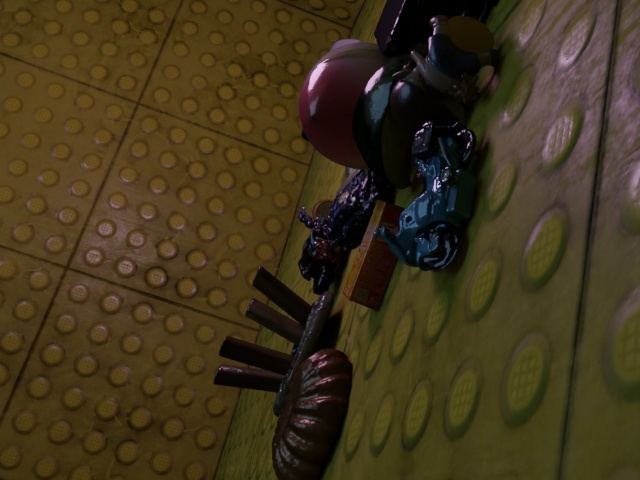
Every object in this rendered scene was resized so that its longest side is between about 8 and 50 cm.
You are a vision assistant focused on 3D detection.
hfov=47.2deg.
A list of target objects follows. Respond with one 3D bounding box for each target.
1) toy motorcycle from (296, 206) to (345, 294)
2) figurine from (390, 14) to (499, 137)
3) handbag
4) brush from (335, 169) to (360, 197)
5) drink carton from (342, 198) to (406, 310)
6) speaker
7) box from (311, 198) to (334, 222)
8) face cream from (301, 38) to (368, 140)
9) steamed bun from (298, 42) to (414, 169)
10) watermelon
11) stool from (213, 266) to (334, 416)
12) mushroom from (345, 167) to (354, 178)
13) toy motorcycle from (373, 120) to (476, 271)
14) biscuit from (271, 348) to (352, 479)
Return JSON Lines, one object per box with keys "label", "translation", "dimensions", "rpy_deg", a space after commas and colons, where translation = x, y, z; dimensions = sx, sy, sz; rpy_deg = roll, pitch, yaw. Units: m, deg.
{"label": "toy motorcycle", "translation": [0.000, 0.000, 2.194], "dimensions": [0.401, 0.134, 0.207], "rpy_deg": [-111, 41, -67]}
{"label": "figurine", "translation": [0.221, -0.288, 1.386], "dimensions": [0.158, 0.161, 0.275], "rpy_deg": [-47, -6, -35]}
{"label": "handbag", "translation": [0.096, -0.078, 1.849], "dimensions": [0.260, 0.113, 0.162], "rpy_deg": [132, 153, -52]}
{"label": "brush", "translation": [0.151, -0.232, 1.964], "dimensions": [0.321, 0.050, 0.060], "rpy_deg": [-55, 12, 7]}
{"label": "drink carton", "translation": [0.121, 0.029, 1.559], "dimensions": [0.096, 0.071, 0.222], "rpy_deg": [-139, 70, -82]}
{"label": "speaker", "translation": [0.245, -0.492, 1.565], "dimensions": [0.254, 0.184, 0.232], "rpy_deg": [-94, 24, -63]}
{"label": "box", "translation": [0.023, -0.081, 2.370], "dimensions": [0.037, 0.106, 0.105], "rpy_deg": [155, 134, -71]}
{"label": "face cream", "translation": [0.080, -0.507, 2.586], "dimensions": [0.312, 0.220, 0.357], "rpy_deg": [168, 118, -79]}
{"label": "steamed bun", "translation": [0.077, -0.299, 1.672], "dimensions": [0.309, 0.309, 0.309], "rpy_deg": [-161, 90, -82]}
{"label": "watermelon", "translation": [0.142, -0.229, 1.529], "dimensions": [0.123, 0.129, 0.301], "rpy_deg": [-131, 28, -51]}
{"label": "stool", "translation": [-0.124, 0.271, 1.948], "dimensions": [0.310, 0.226, 0.310], "rpy_deg": [109, -175, -59]}
{"label": "mushroom", "translation": [0.115, -0.184, 2.090], "dimensions": [0.116, 0.093, 0.225], "rpy_deg": [97, 174, -48]}
{"label": "toy motorcycle", "translation": [0.184, -0.066, 1.233], "dimensions": [0.182, 0.124, 0.272], "rpy_deg": [-16, 54, 54]}
{"label": "biscuit", "translation": [-0.029, 0.391, 1.633], "dimensions": [0.326, 0.107, 0.325], "rpy_deg": [-158, 90, -81]}
